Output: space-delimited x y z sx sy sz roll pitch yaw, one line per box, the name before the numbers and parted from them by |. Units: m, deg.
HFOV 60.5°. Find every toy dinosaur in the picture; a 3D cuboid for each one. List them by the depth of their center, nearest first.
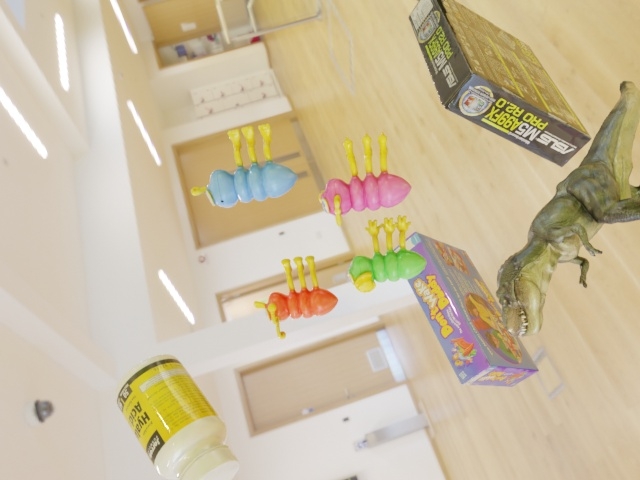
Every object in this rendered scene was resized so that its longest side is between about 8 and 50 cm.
toy dinosaur | 0.238 -0.035 0.433 0.118 0.268 0.064 20 159 46

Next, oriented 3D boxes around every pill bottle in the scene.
pill bottle | -0.120 0.158 0.464 0.116 0.065 0.065 41 158 31

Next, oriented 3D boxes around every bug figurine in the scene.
bug figurine | 0.000 0.000 0.598 0.072 0.216 0.279 -94 -11 -46

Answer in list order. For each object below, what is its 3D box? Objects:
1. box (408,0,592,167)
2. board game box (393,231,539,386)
box | 0.251 -0.246 0.804 0.060 0.216 0.270 -51 30 37
board game box | 0.326 0.157 1.252 0.233 0.078 0.347 17 -141 -44
